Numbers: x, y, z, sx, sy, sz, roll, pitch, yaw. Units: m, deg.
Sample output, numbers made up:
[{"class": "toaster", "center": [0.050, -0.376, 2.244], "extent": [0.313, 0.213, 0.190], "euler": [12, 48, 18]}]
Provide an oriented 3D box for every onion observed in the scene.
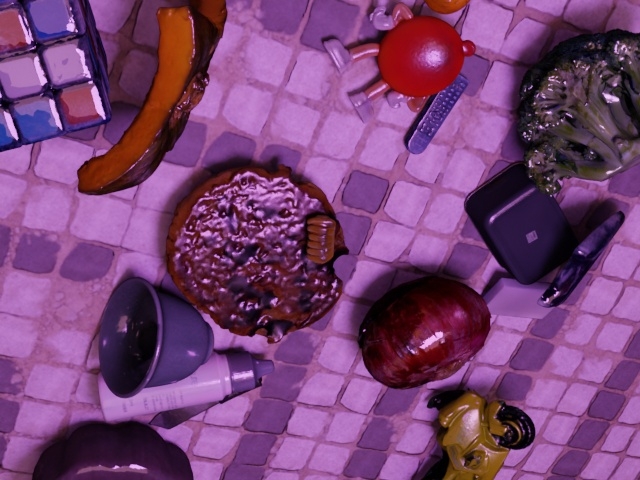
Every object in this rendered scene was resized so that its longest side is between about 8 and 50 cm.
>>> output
[{"class": "onion", "center": [0.183, 0.165, 1.533], "extent": [0.246, 0.190, 0.246], "euler": [-21, 153, -11]}]

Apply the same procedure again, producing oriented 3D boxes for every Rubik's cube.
[{"class": "Rubik's cube", "center": [-0.441, -0.284, 1.060], "extent": [0.287, 0.292, 0.293], "euler": [-16, 119, -8]}]

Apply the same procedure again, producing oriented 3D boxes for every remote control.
[{"class": "remote control", "center": [0.192, -0.214, 1.428], "extent": [0.044, 0.027, 0.152], "euler": [28, 105, -20]}]

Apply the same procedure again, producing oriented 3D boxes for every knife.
[{"class": "knife", "center": [-0.219, 0.296, 1.589], "extent": [0.230, 0.028, 0.060], "euler": [-28, 109, 3]}]

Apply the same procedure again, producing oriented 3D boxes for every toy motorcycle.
[{"class": "toy motorcycle", "center": [0.284, 0.430, 1.718], "extent": [0.142, 0.206, 0.342], "euler": [-15, 137, -45]}]

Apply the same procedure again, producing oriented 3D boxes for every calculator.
[{"class": "calculator", "center": [0.484, 0.030, 1.548], "extent": [0.040, 0.268, 0.177], "euler": [37, 125, 16]}]

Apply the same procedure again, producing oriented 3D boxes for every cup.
[{"class": "cup", "center": [-0.263, 0.169, 1.433], "extent": [0.150, 0.199, 0.199], "euler": [12, 115, -41]}]

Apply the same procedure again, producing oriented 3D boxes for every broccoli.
[{"class": "broccoli", "center": [0.451, -0.209, 1.388], "extent": [0.265, 0.245, 0.294], "euler": [1, 143, -37]}]

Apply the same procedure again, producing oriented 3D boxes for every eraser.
[{"class": "eraser", "center": [0.390, 0.114, 1.637], "extent": [0.150, 0.023, 0.104], "euler": [7, 142, -20]}]

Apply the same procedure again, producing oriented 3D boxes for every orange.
[{"class": "orange", "center": [0.195, -0.391, 1.309], "extent": [0.083, 0.070, 0.083], "euler": [-9, 113, -23]}]

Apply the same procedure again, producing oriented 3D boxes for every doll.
[{"class": "doll", "center": [0.133, -0.291, 1.341], "extent": [0.217, 0.085, 0.183], "euler": [-20, 120, 15]}]

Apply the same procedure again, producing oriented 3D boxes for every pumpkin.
[{"class": "pumpkin", "center": [-0.215, -0.212, 1.189], "extent": [0.095, 0.258, 0.290], "euler": [28, 110, -4]}]

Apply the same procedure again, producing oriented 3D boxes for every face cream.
[{"class": "face cream", "center": [-0.236, 0.253, 1.517], "extent": [0.312, 0.092, 0.092], "euler": [-8, 119, -10]}]

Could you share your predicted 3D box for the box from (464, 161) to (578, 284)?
[{"class": "box", "center": [0.370, -0.026, 1.542], "extent": [0.144, 0.090, 0.201], "euler": [-35, 120, 3]}]

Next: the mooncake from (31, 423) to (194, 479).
[{"class": "mooncake", "center": [-0.383, 0.471, 1.557], "extent": [0.306, 0.154, 0.306], "euler": [-6, 118, -12]}]

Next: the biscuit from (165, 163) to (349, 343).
[{"class": "biscuit", "center": [-0.101, 0.019, 1.438], "extent": [0.289, 0.081, 0.334], "euler": [-35, 120, 0]}]

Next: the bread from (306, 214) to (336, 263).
[{"class": "bread", "center": [0.000, 0.000, 1.398], "extent": [0.049, 0.033, 0.088], "euler": [1, 113, -11]}]
